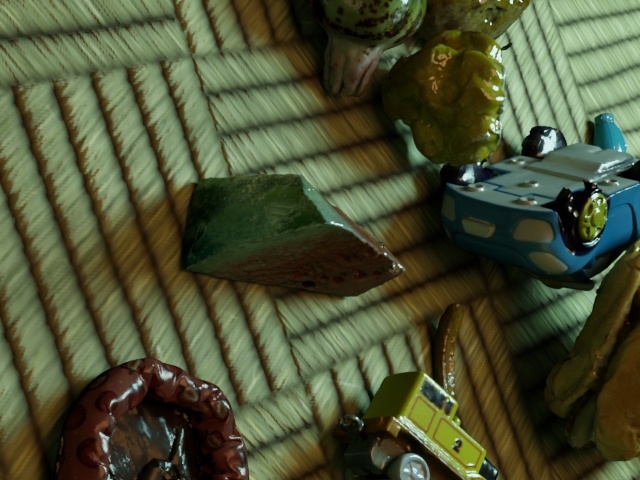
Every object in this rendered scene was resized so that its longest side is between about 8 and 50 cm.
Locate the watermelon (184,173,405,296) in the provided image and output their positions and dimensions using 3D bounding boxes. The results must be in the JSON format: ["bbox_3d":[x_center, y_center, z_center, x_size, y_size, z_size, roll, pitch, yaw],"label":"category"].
[{"bbox_3d":[0.000,0.000,1.205,0.241,0.154,0.094,26,59,-52],"label":"watermelon"}]

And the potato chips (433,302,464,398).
[{"bbox_3d":[0.135,0.169,1.341,0.026,0.037,0.204,15,72,-31],"label":"potato chips"}]

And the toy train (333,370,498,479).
[{"bbox_3d":[0.106,0.218,1.241,0.219,0.089,0.127,42,58,-21],"label":"toy train"}]

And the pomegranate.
[{"bbox_3d":[0.053,-0.237,1.325,0.138,0.125,0.163,-17,98,-78],"label":"pomegranate"}]

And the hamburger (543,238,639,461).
[{"bbox_3d":[0.385,0.124,1.445,0.144,0.283,0.259,39,29,25],"label":"hamburger"}]

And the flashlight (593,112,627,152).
[{"bbox_3d":[0.386,-0.108,1.673,0.051,0.051,0.129,10,65,-43],"label":"flashlight"}]

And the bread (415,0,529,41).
[{"bbox_3d":[0.167,-0.341,1.478,0.230,0.123,0.230,14,68,-39],"label":"bread"}]

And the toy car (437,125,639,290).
[{"bbox_3d":[0.268,-0.024,1.443,0.314,0.198,0.166,-20,117,-45],"label":"toy car"}]

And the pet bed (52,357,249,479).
[{"bbox_3d":[-0.137,0.195,1.046,0.201,0.053,0.201,22,60,-44],"label":"pet bed"}]

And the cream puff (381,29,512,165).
[{"bbox_3d":[0.135,-0.157,1.369,0.121,0.156,0.156,20,59,-72],"label":"cream puff"}]
